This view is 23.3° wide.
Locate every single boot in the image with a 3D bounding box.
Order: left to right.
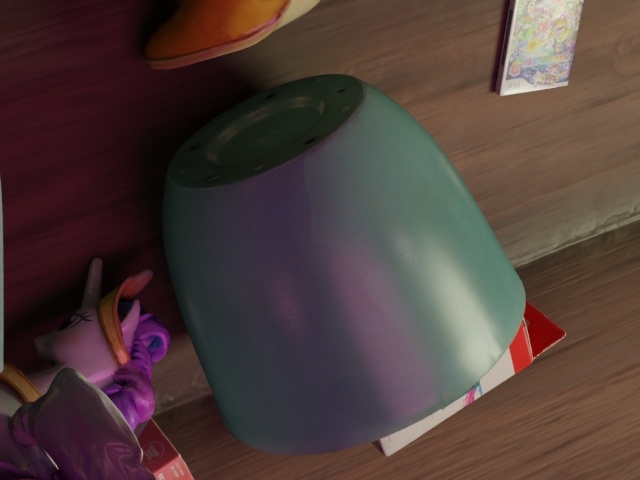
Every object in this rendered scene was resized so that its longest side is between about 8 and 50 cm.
[{"bbox_3d":[-0.064,-0.265,1.207,0.104,0.295,0.211,-38,106,-49],"label":"boot"}]

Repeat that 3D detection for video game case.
[{"bbox_3d":[0.218,-0.205,1.527,0.087,0.011,0.122,-12,124,-29],"label":"video game case"}]

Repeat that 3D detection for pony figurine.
[{"bbox_3d":[-0.241,0.197,1.254,0.363,0.351,0.303,-26,145,-14],"label":"pony figurine"}]

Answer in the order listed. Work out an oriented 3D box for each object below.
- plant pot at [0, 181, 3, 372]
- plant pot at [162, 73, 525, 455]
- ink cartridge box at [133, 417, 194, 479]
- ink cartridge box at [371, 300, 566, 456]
[{"bbox_3d":[-0.362,-0.059,1.073,0.247,0.248,0.252,2,104,-35],"label":"plant pot"},{"bbox_3d":[0.000,0.000,1.333,0.293,0.293,0.235,-32,116,-14],"label":"plant pot"},{"bbox_3d":[-0.225,0.241,1.432,0.198,0.115,0.067,-35,133,-13],"label":"ink cartridge box"},{"bbox_3d":[0.117,0.100,1.568,0.231,0.134,0.078,-32,131,-15],"label":"ink cartridge box"}]
